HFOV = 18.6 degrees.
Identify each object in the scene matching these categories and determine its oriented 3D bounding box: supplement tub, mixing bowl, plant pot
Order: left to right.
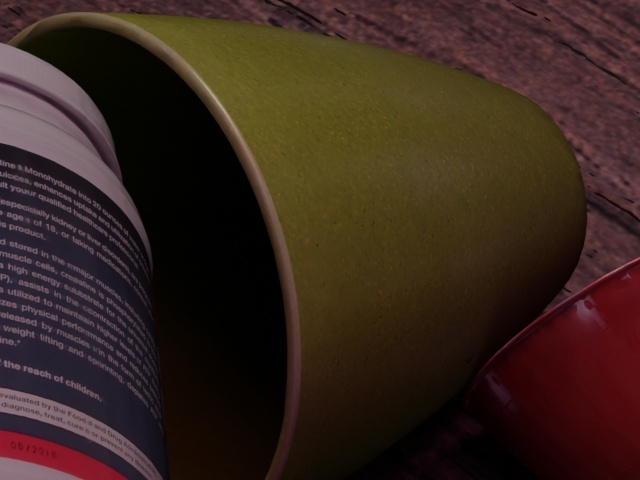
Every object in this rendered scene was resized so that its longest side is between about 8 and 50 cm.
[{"bbox_3d":[-0.160,0.064,0.806,0.191,0.191,0.272,-2,46,-8],"label":"supplement tub"},{"bbox_3d":[0.000,0.000,1.043,0.294,0.274,0.275,-14,46,-42],"label":"plant pot"},{"bbox_3d":[0.177,0.084,1.035,0.181,0.181,0.098,-20,68,-25],"label":"mixing bowl"}]
